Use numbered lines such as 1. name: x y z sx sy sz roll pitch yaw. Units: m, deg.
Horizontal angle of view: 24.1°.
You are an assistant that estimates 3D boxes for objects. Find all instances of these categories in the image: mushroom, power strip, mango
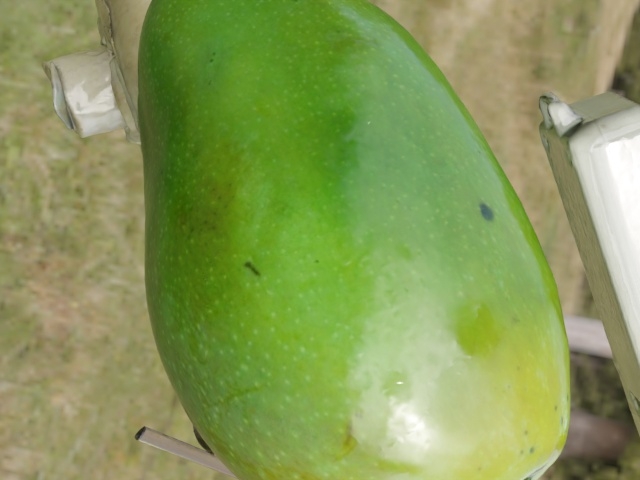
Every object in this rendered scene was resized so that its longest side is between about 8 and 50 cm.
1. mushroom: -0.113 -0.136 1.170 0.246 0.202 0.246 167 -90 -83
2. power strip: 0.221 0.056 0.981 0.098 0.058 0.338 -113 -177 -77
3. mango: 0.000 0.000 0.872 0.382 0.225 0.201 64 10 18

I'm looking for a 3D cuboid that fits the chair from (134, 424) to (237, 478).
1. chair: -0.034 0.130 1.079 0.221 0.104 0.095 41 11 -35
